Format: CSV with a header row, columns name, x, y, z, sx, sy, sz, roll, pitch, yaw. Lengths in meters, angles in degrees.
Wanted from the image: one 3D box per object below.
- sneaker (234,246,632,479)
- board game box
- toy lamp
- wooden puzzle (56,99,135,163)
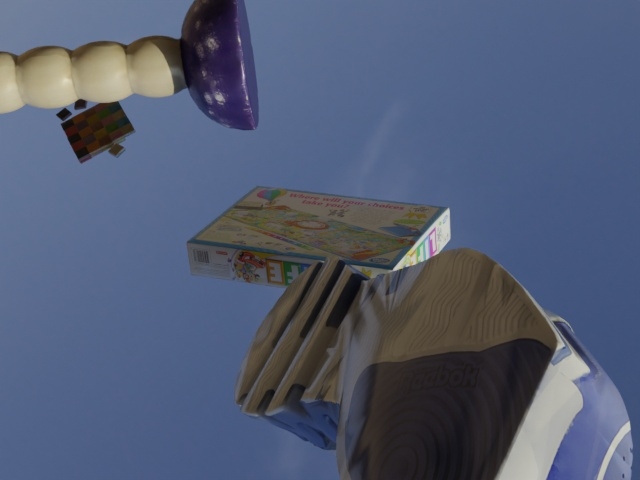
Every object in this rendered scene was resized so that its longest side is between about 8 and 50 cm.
name,x,y,z,sx,sy,sz,roll,pitch,yaw
sneaker,0.087,0.097,0.625,0.127,0.182,0.315,-61,-162,-5
board game box,0.000,0.000,0.853,0.154,0.026,0.103,8,-152,25
toy lamp,-0.169,-0.073,0.572,0.274,0.080,0.080,-8,-141,1
wooden puzzle,-0.174,-0.087,0.962,0.049,0.006,0.083,-29,-132,-5
